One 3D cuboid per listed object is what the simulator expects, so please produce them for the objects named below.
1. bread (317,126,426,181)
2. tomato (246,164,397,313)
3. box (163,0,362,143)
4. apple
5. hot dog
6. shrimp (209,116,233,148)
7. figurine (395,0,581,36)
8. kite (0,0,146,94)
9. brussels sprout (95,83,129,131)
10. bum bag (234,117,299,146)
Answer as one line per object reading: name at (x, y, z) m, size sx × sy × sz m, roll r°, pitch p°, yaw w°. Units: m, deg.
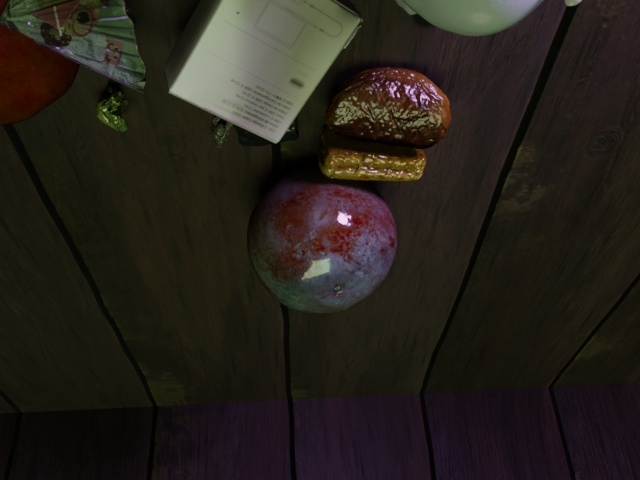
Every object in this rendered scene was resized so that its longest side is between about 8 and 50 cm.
bread at (0.100, -0.165, 1.333) m, size 0.210 × 0.114 × 0.083 m, roll 2°, pitch 130°, yaw -8°
tomato at (0.000, 0.000, 1.434) m, size 0.316 × 0.283 × 0.317 m, roll -7°, pitch 137°, yaw -7°
box at (-0.092, -0.302, 1.044) m, size 0.203 × 0.106 × 0.252 m, roll 20°, pitch 119°, yaw -33°
apple at (-0.534, -0.336, 1.002) m, size 0.328 × 0.295 × 0.365 m, roll 23°, pitch 159°, yaw 31°
hot dog at (0.119, -0.232, 1.239) m, size 0.226 × 0.099 × 0.161 m, roll 6°, pitch 145°, yaw -12°
shrimp at (-0.192, -0.213, 1.304) m, size 0.038 × 0.029 × 0.092 m, roll 18°, pitch 136°, yaw -16°
figurine at (0.152, -0.396, 0.891) m, size 0.361 × 0.211 × 0.253 m, roll 11°, pitch 144°, yaw -19°
kite at (-0.322, -0.344, 0.958) m, size 0.267 × 0.013 × 0.323 m, roll -32°, pitch 131°, yaw -29°
brussels sprout at (-0.370, -0.236, 1.213) m, size 0.058 × 0.085 × 0.085 m, roll 4°, pitch 147°, yaw -24°
bum bag at (-0.110, -0.250, 1.224) m, size 0.123 × 0.060 × 0.248 m, roll -11°, pitch 147°, yaw 0°
